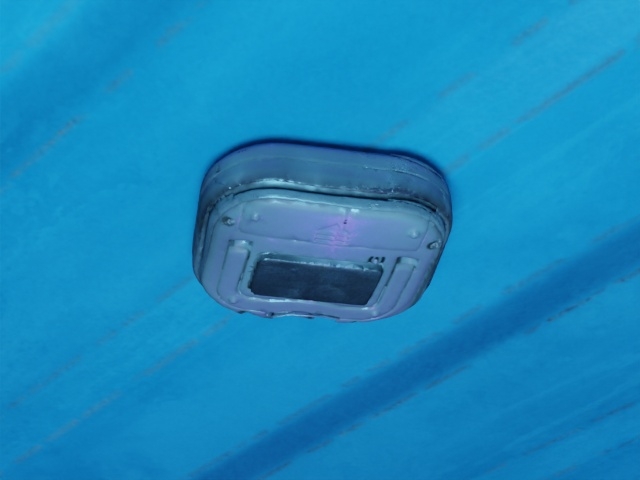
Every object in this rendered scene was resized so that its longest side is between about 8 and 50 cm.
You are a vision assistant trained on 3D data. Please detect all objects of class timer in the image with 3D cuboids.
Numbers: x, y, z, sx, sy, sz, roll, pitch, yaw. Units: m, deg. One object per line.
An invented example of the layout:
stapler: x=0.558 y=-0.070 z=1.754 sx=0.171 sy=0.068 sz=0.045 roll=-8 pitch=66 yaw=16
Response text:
timer: x=0.000 y=0.000 z=0.989 sx=0.209 sy=0.069 sz=0.190 roll=3 pitch=144 yaw=-9
